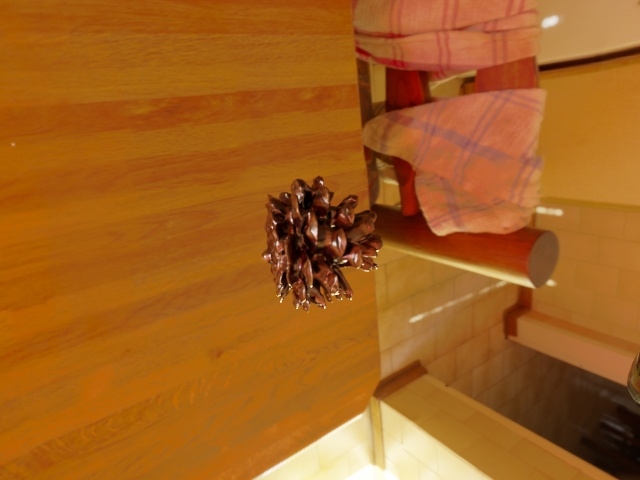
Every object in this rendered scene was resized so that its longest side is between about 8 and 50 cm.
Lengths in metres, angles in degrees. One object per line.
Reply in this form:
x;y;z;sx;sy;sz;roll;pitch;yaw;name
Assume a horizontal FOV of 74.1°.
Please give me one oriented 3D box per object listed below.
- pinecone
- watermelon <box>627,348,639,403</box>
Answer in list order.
-0.001;0.001;0.436;0.120;0.140;0.140;-2;102;-16;pinecone
0.398;0.043;0.316;0.292;0.319;0.222;11;86;-76;watermelon
